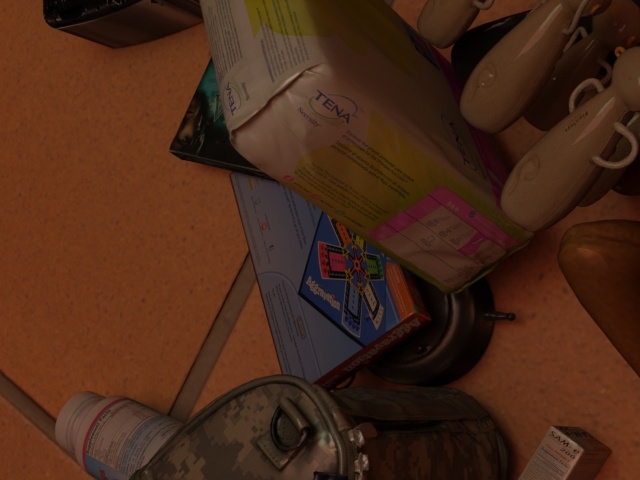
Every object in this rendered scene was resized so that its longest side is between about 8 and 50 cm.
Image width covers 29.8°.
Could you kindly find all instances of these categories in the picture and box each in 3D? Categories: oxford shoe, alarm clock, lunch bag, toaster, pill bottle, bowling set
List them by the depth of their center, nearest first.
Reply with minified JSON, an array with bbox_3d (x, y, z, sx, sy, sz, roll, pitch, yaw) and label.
[{"bbox_3d":[0.214,-0.128,0.927,0.154,0.200,0.287,-51,41,32],"label":"bowling set"},{"bbox_3d":[-0.001,0.221,0.953,0.212,0.305,0.256,44,107,29],"label":"lunch bag"},{"bbox_3d":[0.220,-0.178,1.021,0.212,0.076,0.076,-5,106,19],"label":"oxford shoe"},{"bbox_3d":[0.070,0.076,1.079,0.192,0.064,0.129,-40,64,24],"label":"alarm clock"},{"bbox_3d":[-0.187,0.207,1.201,0.160,0.087,0.087,18,92,34],"label":"pill bottle"},{"bbox_3d":[-0.206,-0.300,1.284,0.168,0.110,0.185,-12,76,31],"label":"toaster"}]

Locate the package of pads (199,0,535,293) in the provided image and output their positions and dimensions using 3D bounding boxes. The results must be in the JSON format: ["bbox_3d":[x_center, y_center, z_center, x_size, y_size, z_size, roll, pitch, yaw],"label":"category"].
[{"bbox_3d":[0.034,-0.106,0.956,0.101,0.296,0.229,-36,45,22],"label":"package of pads"}]

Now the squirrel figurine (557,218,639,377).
[{"bbox_3d":[0.394,0.024,0.689,0.397,0.281,0.370,61,154,7],"label":"squirrel figurine"}]

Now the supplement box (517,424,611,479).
[{"bbox_3d":[0.188,0.201,0.980,0.036,0.062,0.098,35,100,33],"label":"supplement box"}]

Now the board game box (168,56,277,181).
[{"bbox_3d":[-0.059,-0.125,1.181,0.186,0.026,0.126,15,77,42],"label":"board game box"}]

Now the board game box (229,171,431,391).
[{"bbox_3d":[0.000,0.000,1.104,0.145,0.027,0.281,-38,46,23],"label":"board game box"}]
